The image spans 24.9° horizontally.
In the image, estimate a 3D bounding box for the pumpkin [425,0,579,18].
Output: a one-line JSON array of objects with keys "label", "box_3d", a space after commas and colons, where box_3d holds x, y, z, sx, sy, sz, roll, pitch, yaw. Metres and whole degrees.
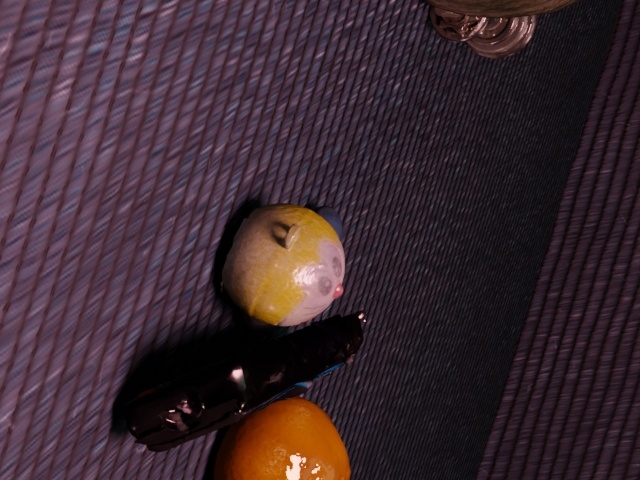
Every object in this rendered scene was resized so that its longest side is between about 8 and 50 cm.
[{"label": "pumpkin", "box_3d": [0.189, -0.372, 1.472, 0.328, 0.258, 0.291, -23, 121, -75]}]

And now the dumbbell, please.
[{"label": "dumbbell", "box_3d": [0.196, -0.289, 1.848, 0.254, 0.110, 0.110, -12, 118, -63]}]

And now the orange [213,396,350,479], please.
[{"label": "orange", "box_3d": [-0.038, 0.241, 1.535, 0.159, 0.136, 0.159, -54, 157, -37]}]

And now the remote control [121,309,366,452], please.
[{"label": "remote control", "box_3d": [-0.058, 0.131, 1.393, 0.062, 0.145, 0.399, 67, 19, 3]}]

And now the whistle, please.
[{"label": "whistle", "box_3d": [-0.036, 0.044, 1.414, 0.223, 0.123, 0.123, 107, 8, -61]}]

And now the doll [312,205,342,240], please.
[{"label": "doll", "box_3d": [0.000, 0.000, 1.582, 0.076, 0.051, 0.083, -61, 158, -48]}]
